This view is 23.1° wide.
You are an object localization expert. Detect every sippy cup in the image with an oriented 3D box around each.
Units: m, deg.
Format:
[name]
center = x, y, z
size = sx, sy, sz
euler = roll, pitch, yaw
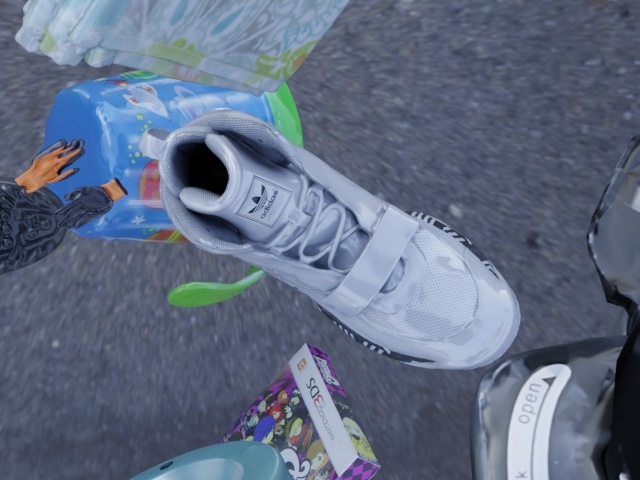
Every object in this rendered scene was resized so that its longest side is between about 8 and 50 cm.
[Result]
[sippy cup]
center = -0.174, -0.094, 1.712
size = 0.224, 0.305, 0.240
euler = -6, 126, -37

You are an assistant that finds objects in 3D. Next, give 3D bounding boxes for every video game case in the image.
[video game case]
center = -0.049, 0.262, 1.758
size = 0.042, 0.210, 0.232
euler = 32, 108, -32

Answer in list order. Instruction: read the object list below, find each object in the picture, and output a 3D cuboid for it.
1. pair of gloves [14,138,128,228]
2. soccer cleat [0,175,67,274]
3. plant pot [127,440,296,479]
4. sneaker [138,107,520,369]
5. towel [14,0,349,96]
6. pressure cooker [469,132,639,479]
[pair of gloves]
center = -0.223, -0.050, 1.399
size = 0.074, 0.010, 0.083
euler = -33, 118, 16
[soccer cleat]
center = -0.409, -0.017, 1.531
size = 0.318, 0.116, 0.109
euler = -9, 112, -8
[plant pot]
center = -0.060, 0.290, 1.087
size = 0.271, 0.271, 0.255
euler = -26, 103, -1
[sneaker]
center = 0.000, 0.000, 1.394
size = 0.366, 0.210, 0.137
euler = 32, 94, 18
[towel]
center = -0.027, -0.269, 1.097
size = 0.090, 0.320, 0.374
euler = 43, 107, 18
[pressure cooker]
center = 0.247, 0.103, 0.483
size = 0.375, 0.420, 0.370
euler = 39, 60, 19
